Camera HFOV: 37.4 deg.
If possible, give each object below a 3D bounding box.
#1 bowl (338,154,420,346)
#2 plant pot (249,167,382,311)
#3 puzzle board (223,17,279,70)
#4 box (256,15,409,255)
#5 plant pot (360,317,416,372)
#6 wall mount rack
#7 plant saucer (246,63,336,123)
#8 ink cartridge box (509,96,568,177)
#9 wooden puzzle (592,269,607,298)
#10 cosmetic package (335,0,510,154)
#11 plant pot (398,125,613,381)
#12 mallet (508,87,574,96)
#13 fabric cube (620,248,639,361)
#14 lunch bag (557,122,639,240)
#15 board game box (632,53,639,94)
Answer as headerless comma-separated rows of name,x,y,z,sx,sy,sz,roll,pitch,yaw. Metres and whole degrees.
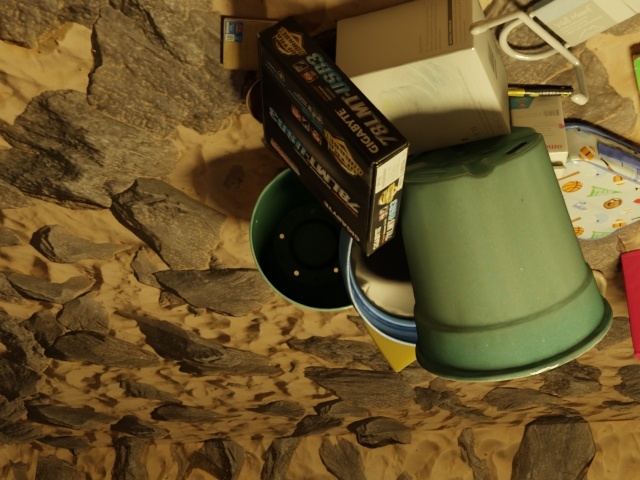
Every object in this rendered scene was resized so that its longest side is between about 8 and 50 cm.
bowl,0.215,0.007,1.757,0.391,0.391,0.077,14,-167,-25
plant pot,0.000,0.000,1.908,0.293,0.293,0.235,3,174,-5
puzzle board,-0.111,-0.322,1.554,0.096,0.011,0.128,4,153,-4
box,0.014,-0.157,1.494,0.073,0.295,0.293,-33,158,-18
plant pot,0.192,0.110,2.000,0.187,0.212,0.212,45,125,-5
wall mount rack,0.391,-0.334,1.382,0.304,0.130,0.350,24,144,-39
plant saucer,-0.031,-0.258,1.634,0.199,0.036,0.198,-5,154,-2
ink cartridge box,0.385,-0.176,1.684,0.092,0.143,0.090,-2,153,7
wooden puzzle,0.571,0.188,2.484,0.348,0.080,0.322,-6,153,13
cosmetic package,0.167,-0.260,1.513,0.225,0.138,0.224,-10,147,22
plant pot,0.280,0.007,1.570,0.341,0.341,0.334,-11,109,22
mallet,0.347,-0.263,1.641,0.190,0.039,0.062,-5,151,1
fabric cube,0.882,0.164,2.229,0.259,0.258,0.254,-15,148,29
lunch bag,0.525,-0.113,1.846,0.303,0.115,0.243,16,147,-27
board game box,0.615,-0.262,1.628,0.124,0.039,0.259,-11,154,20
